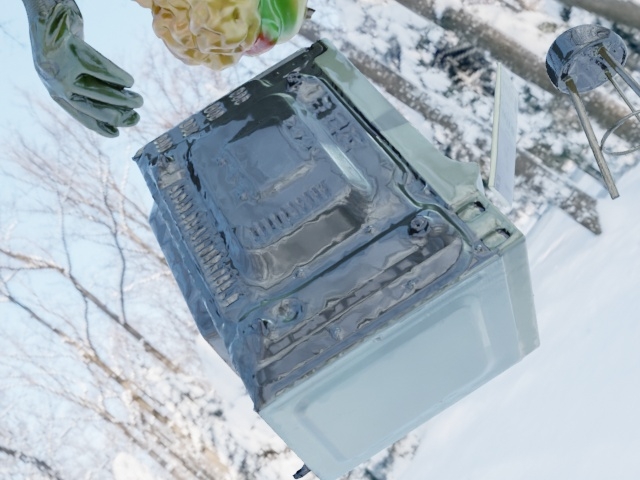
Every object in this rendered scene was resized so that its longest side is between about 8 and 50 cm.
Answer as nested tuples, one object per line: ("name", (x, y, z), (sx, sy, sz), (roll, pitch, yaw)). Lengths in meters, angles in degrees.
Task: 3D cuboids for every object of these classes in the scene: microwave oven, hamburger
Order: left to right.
("hamburger", (-0.131, -0.293, 0.738), (0.149, 0.237, 0.237), (-40, -15, -22))
("microwave oven", (0.000, 0.000, 0.673), (0.286, 0.355, 0.218), (-31, -40, -3))

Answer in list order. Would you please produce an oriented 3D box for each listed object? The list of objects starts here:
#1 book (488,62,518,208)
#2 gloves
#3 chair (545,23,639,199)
("book", (0.263, -0.147, 0.969), (0.127, 0.014, 0.181), (22, -109, -62))
("gloves", (-0.341, -0.259, 0.920), (0.107, 0.268, 0.135), (-35, 27, -18))
("chair", (0.361, -0.159, 0.817), (0.095, 0.221, 0.104), (6, -37, -38))
